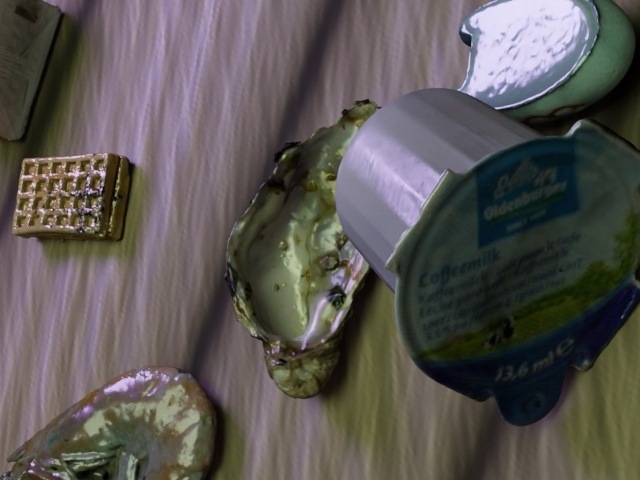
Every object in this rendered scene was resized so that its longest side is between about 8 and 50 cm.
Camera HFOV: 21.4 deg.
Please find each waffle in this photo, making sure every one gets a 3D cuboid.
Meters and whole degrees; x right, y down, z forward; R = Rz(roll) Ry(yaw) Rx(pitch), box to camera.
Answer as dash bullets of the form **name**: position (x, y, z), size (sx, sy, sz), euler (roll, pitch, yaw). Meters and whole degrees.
- **waffle**: position (-0.288, -0.050, 1.958), size (0.148, 0.042, 0.102), euler (0, 77, 37)

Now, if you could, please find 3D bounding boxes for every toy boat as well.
- **toy boat**: position (0.213, -0.171, 1.606), size (0.208, 0.079, 0.134), euler (-9, 63, 46)

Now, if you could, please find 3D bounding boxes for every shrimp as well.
- **shrimp**: position (-0.238, 0.248, 1.809), size (0.317, 0.077, 0.168), euler (-33, 61, 22)

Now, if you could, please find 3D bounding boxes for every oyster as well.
- **oyster**: position (0.005, 0.004, 1.703), size (0.166, 0.094, 0.294), euler (32, 87, 21)

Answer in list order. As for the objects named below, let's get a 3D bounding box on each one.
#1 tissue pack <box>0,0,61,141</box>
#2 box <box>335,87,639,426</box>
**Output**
- **tissue pack**: position (-0.455, -0.231, 2.089), size (0.225, 0.124, 0.185), euler (12, 82, 39)
- **box**: position (0.142, -0.003, 1.529), size (0.262, 0.291, 0.206), euler (-22, 36, -16)
